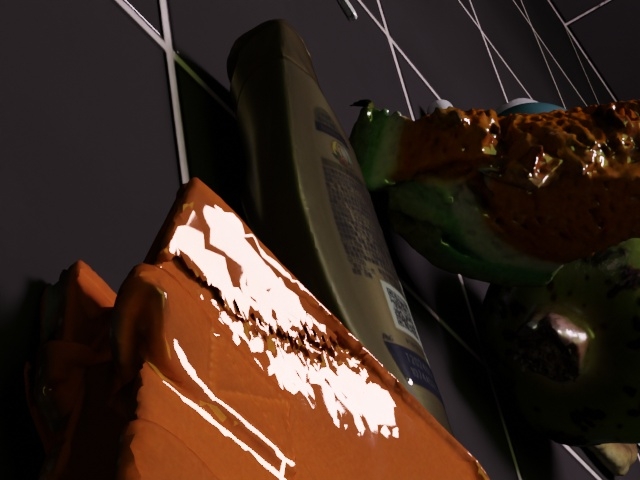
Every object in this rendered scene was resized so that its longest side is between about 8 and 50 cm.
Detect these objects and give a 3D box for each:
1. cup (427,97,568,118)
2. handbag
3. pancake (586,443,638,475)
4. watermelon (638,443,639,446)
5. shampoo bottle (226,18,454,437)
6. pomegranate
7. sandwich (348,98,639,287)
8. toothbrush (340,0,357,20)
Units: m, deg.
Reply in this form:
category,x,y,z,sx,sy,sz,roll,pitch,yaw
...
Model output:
category,x,y,z,sx,sy,sz,roll,pitch,yaw
cup,0.257,-0.090,1.650,0.300,0.167,0.173,26,21,-18
handbag,-0.016,0.195,0.563,0.303,0.116,0.410,48,22,-28
pancake,0.296,0.154,1.573,0.236,0.042,0.222,61,16,-2
watermelon,0.483,0.284,1.846,0.241,0.094,0.154,59,8,-9
shampoo bottle,0.000,0.000,0.934,0.125,0.084,0.350,41,26,-52
pomegranate,0.266,0.079,1.310,0.270,0.254,0.254,-17,78,-49
sandwich,0.185,-0.040,1.204,0.250,0.301,0.162,1,89,-69
toothbrush,0.003,-0.295,1.502,0.131,0.011,0.013,58,39,-10
